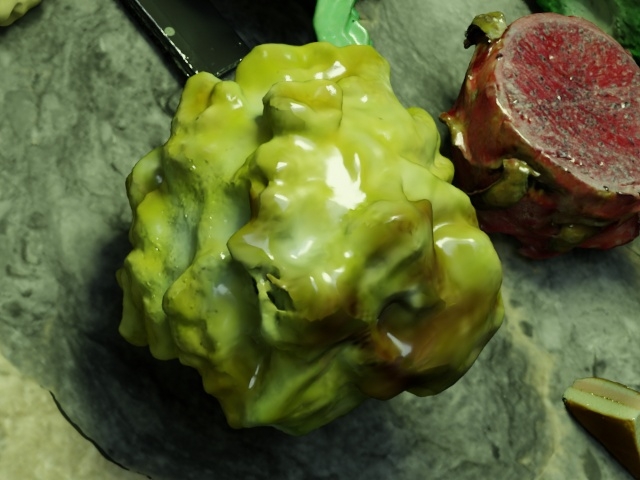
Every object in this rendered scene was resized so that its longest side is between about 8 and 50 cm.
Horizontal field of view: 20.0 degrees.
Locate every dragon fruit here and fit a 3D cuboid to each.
[{"bbox_3d":[0.215,-0.076,1.645,0.282,0.147,0.211,43,49,1],"label":"dragon fruit"}]

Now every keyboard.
[{"bbox_3d":[-0.156,-0.236,1.620,0.072,0.023,0.231,-36,84,-35],"label":"keyboard"}]

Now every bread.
[{"bbox_3d":[0.269,0.158,1.602,0.109,0.062,0.043,44,60,4],"label":"bread"}]

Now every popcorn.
[{"bbox_3d":[-0.014,-0.012,1.436,0.312,0.312,0.312,9,65,-19],"label":"popcorn"}]

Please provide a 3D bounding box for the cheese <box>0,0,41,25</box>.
[{"bbox_3d":[-0.303,-0.283,1.524,0.214,0.117,0.226,-33,86,-29],"label":"cheese"}]

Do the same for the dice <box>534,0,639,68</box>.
[{"bbox_3d":[0.353,-0.351,1.724,0.300,0.297,0.287,-35,82,-30],"label":"dice"}]

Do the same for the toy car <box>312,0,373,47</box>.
[{"bbox_3d":[-0.059,-0.307,1.595,0.359,0.213,0.176,37,94,0],"label":"toy car"}]
